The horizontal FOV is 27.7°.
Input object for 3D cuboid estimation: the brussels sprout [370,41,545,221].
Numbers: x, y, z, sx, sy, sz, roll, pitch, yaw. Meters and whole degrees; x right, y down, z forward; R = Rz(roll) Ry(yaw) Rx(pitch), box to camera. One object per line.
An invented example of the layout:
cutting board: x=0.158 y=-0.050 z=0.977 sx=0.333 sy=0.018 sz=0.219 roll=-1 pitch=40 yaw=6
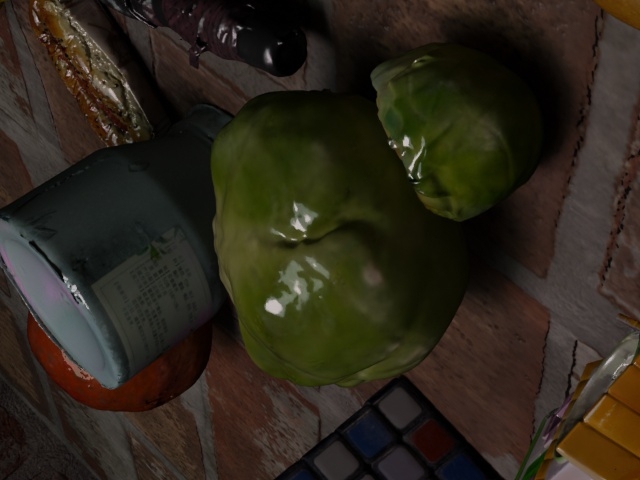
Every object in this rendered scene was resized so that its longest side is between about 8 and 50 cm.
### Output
brussels sprout: x=0.119 y=-0.096 z=1.067 sx=0.149 sy=0.122 sz=0.151 roll=64 pitch=-172 yaw=-7

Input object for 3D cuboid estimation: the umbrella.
umbrella: x=-0.126 y=-0.240 z=1.326 sx=0.326 sy=0.094 sz=0.090 roll=29 pitch=153 yaw=40

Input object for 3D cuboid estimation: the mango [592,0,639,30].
mango: x=0.221 y=-0.181 z=0.819 sx=0.165 sy=0.089 sz=0.115 roll=44 pitch=144 yaw=12

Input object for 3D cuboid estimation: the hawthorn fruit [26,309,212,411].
hawthorn fruit: x=-0.276 y=0.080 z=1.823 sx=0.276 sy=0.276 sz=0.307 roll=40 pitch=138 yaw=25

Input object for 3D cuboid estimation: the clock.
clock: x=0.265 y=0.177 z=1.043 sx=0.166 sy=0.235 sz=0.309 roll=34 pitch=141 yaw=2

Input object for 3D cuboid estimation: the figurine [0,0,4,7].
figurine: x=-0.520 y=-0.393 z=1.732 sx=0.327 sy=0.218 sz=0.169 roll=50 pitch=-164 yaw=-10

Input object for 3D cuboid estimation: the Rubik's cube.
Rubik's cube: x=0.066 y=0.394 z=1.582 sx=0.293 sy=0.287 sz=0.292 roll=48 pitch=154 yaw=13

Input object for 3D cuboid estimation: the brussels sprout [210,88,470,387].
brussels sprout: x=0.008 y=0.007 z=1.236 sx=0.274 sy=0.242 sz=0.317 roll=51 pitch=156 yaw=17

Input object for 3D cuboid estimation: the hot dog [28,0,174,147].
hot dog: x=-0.280 y=-0.209 z=1.649 sx=0.268 sy=0.075 sz=0.144 roll=55 pitch=152 yaw=-9

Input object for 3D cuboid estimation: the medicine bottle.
medicine bottle: x=-0.201 y=-0.006 z=1.525 sx=0.245 sy=0.290 sz=0.245 roll=40 pitch=154 yaw=25
